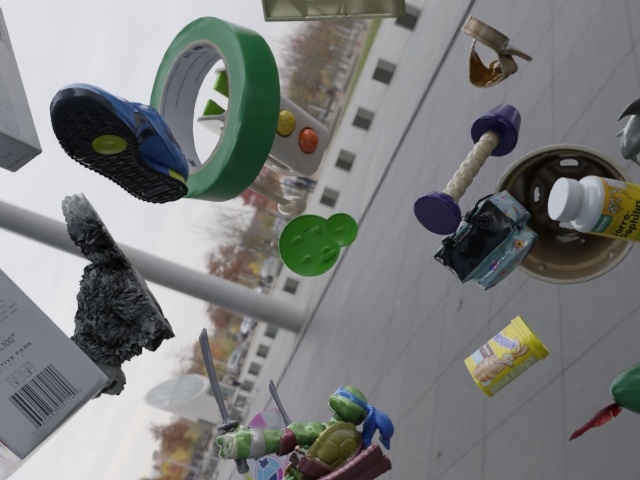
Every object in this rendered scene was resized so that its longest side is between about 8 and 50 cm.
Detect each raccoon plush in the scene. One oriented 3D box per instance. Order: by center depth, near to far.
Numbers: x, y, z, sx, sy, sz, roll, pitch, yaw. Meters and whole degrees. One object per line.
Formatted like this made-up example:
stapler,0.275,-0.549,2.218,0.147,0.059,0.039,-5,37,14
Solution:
raccoon plush,-0.542,0.152,1.516,0.299,0.446,0.216,-31,7,-10

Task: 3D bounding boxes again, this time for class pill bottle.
pill bottle,0.577,-0.066,1.367,0.117,0.208,0.118,-169,90,-84

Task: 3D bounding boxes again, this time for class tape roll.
tape roll,-0.199,-0.231,1.211,0.321,0.077,0.321,-4,84,47

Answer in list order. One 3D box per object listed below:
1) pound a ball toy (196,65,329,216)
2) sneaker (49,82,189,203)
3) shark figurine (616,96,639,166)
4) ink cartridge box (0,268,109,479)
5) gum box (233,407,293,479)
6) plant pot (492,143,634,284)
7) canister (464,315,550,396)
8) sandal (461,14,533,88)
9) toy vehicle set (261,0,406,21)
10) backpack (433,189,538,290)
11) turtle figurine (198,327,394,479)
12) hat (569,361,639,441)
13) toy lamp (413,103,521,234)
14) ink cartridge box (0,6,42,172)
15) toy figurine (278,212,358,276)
pound a ball toy,-0.103,-0.200,1.431,0.135,0.319,0.208,5,72,43
sneaker,-0.194,-0.108,0.661,0.209,0.069,0.082,49,-152,-67
shark figurine,0.618,-0.192,1.254,0.166,0.116,0.278,-38,-28,-19
ink cartridge box,-0.441,0.159,0.846,0.130,0.272,0.309,-45,3,-40
gum box,-0.069,0.379,1.121,0.062,0.188,0.107,1,-45,-51
plant pot,0.617,-0.090,1.706,0.305,0.333,0.334,-31,-35,-65
canister,0.428,0.269,1.565,0.170,0.073,0.126,-42,21,11
sandal,0.238,-0.261,0.979,0.079,0.088,0.240,-58,-18,20
toy vehicle set,0.008,-0.446,1.101,0.035,0.266,0.166,-37,-52,-46
backpack,0.324,-0.006,1.281,0.166,0.144,0.188,-55,-8,29
turtle figurine,-0.063,0.294,0.857,0.198,0.274,0.266,92,-161,-69
hat,0.674,0.340,1.557,0.208,0.183,0.173,-42,-52,-60
toy lamp,0.232,-0.118,1.021,0.275,0.080,0.080,-48,-9,-34
ink cartridge box,-0.517,-0.262,0.900,0.066,0.296,0.261,-31,-24,13
toy figurine,0.000,0.000,1.474,0.173,0.130,0.159,-28,-1,2
